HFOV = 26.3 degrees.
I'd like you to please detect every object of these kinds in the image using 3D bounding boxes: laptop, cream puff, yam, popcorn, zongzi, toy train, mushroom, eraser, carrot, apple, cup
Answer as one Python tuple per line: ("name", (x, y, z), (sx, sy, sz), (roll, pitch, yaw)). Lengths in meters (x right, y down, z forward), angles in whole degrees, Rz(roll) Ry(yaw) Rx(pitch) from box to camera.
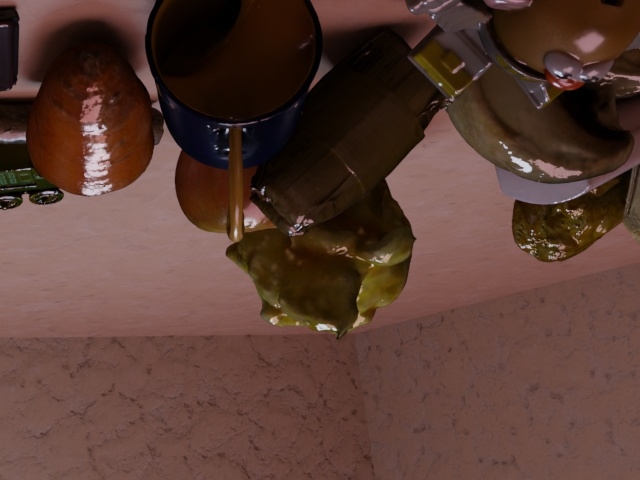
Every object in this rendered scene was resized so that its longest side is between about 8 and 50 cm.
("laptop", (-0.413, -0.208, 1.520), (0.154, 0.026, 0.207), (-3, 167, -14))
("cream puff", (0.451, -0.070, 2.409), (0.244, 0.196, 0.244), (-14, -167, 3))
("yam", (-0.330, -0.151, 1.788), (0.253, 0.061, 0.061), (-1, 167, -29))
("popcorn", (0.005, 0.007, 2.147), (0.274, 0.335, 0.279), (-32, 162, 8))
("zongzi", (0.010, -0.119, 1.767), (0.274, 0.145, 0.300), (-46, -173, -12))
("toy train", (-0.447, -0.099, 1.905), (0.226, 0.090, 0.137), (-7, 162, -5))
("mushroom", (0.311, -0.162, 1.882), (0.292, 0.211, 0.217), (-13, 168, -16))
("eraser", (0.414, -0.140, 2.065), (0.270, 0.094, 0.174), (-24, -166, -37))
("carrot", (-0.273, -0.161, 1.600), (0.159, 0.159, 0.225), (-6, 160, -9))
("apple", (-0.105, -0.098, 1.949), (0.210, 0.173, 0.235), (-5, 179, -39))
("cup", (-0.113, -0.143, 1.499), (0.178, 0.255, 0.256), (26, 168, 1))

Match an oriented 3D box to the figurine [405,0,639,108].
("figurine", (0.244, -0.236, 1.466), (0.343, 0.167, 0.285), (-19, 179, -21))

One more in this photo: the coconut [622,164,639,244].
("coconut", (0.661, -0.065, 2.219), (0.353, 0.352, 0.352), (-8, 169, -2))
